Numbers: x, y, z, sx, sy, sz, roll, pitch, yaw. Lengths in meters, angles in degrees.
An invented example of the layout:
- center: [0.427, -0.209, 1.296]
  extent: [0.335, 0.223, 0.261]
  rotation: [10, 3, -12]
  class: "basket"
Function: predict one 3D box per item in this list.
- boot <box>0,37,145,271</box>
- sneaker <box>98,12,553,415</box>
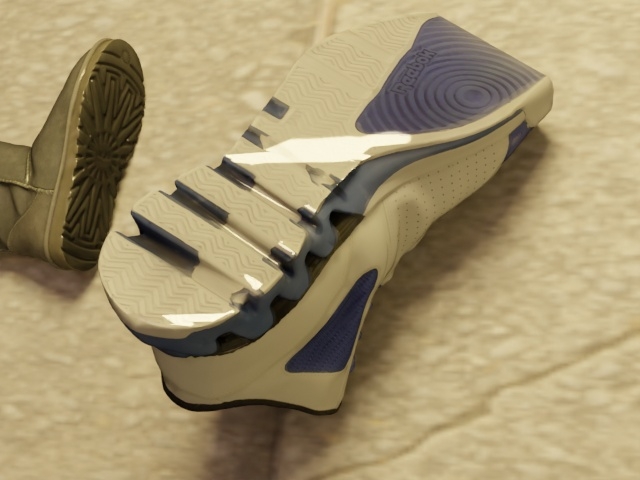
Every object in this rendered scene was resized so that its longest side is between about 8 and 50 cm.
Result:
- center: [-0.244, -0.067, 1.103]
  extent: [0.208, 0.076, 0.189]
  rotation: [7, 74, 32]
  class: "boot"
- center: [-0.001, 0.001, 0.940]
  extent: [0.315, 0.182, 0.127]
  rotation: [-38, 60, -26]
  class: "sneaker"
